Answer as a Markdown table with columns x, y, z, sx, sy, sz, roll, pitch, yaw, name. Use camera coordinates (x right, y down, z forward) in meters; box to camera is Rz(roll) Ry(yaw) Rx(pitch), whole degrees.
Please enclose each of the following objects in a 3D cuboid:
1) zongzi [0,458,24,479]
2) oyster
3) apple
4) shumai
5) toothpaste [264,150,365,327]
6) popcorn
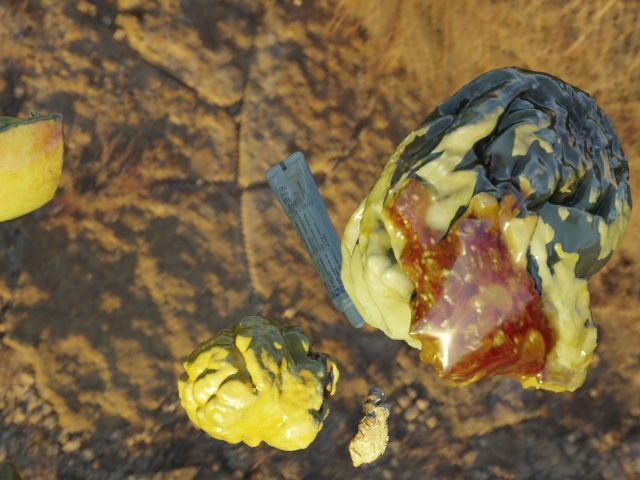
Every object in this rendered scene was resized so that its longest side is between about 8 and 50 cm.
| x | y | z | sx | sy | sz | roll | pitch | yaw | name |
| --- | --- | --- | --- | --- | --- | --- | --- | --- | --- |
| -0.170 | 0.332 | 1.115 | 0.289 | 0.154 | 0.317 | 25 | 38 | -10 | zongzi |
| 0.048 | 0.218 | 1.641 | 0.038 | 0.081 | 0.083 | 4 | 65 | -26 | oyster |
| -0.392 | -0.071 | 1.535 | 0.193 | 0.265 | 0.120 | -18 | 100 | -28 | apple |
| 0.110 | 0.005 | 0.755 | 0.184 | 0.184 | 0.142 | -7 | 48 | -31 | shumai |
| 0.000 | 0.000 | 1.376 | 0.029 | 0.048 | 0.197 | 24 | 36 | -59 | toothpaste |
| -0.083 | 0.205 | 1.900 | 0.203 | 0.226 | 0.200 | 42 | 64 | 14 | popcorn |
